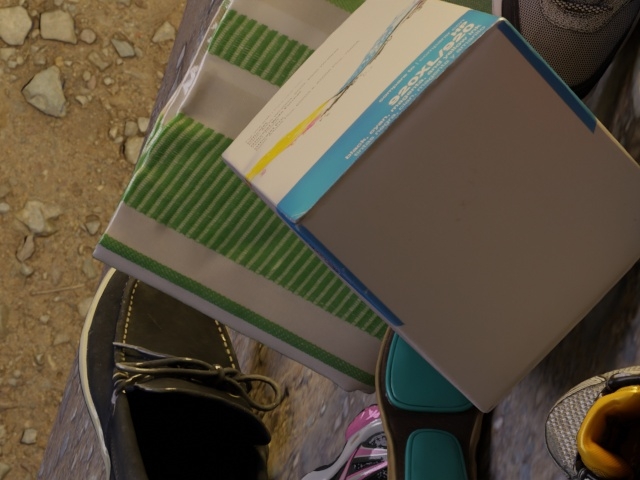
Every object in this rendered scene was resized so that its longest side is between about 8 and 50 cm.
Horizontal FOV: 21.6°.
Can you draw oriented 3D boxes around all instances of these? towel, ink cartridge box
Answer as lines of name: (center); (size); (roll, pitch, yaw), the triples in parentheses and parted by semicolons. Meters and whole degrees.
towel: (0.013, -0.077, 1.201); (0.325, 0.248, 0.038); (-62, 2, 7)
ink cartridge box: (0.070, -0.037, 1.052); (0.168, 0.171, 0.232); (-46, 20, -1)

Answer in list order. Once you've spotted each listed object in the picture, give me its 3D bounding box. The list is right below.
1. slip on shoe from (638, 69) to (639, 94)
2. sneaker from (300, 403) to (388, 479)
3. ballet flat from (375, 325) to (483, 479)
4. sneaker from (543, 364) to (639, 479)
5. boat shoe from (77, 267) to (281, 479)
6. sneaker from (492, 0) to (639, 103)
slip on shoe: (0.238, -0.129, 0.817); (0.331, 0.101, 0.123); (154, 132, -71)
sneaker: (0.027, 0.197, 1.228); (0.077, 0.072, 0.178); (-101, 26, -43)
ballet flat: (0.070, 0.135, 1.139); (0.073, 0.080, 0.232); (102, 177, -49)
sneaker: (0.162, 0.092, 0.827); (0.225, 0.092, 0.088); (168, 120, -73)
boat shoe: (-0.127, 0.178, 1.594); (0.156, 0.187, 0.500); (-54, 27, 34)
sneaker: (0.176, -0.191, 1.036); (0.153, 0.101, 0.268); (-84, 10, -68)
